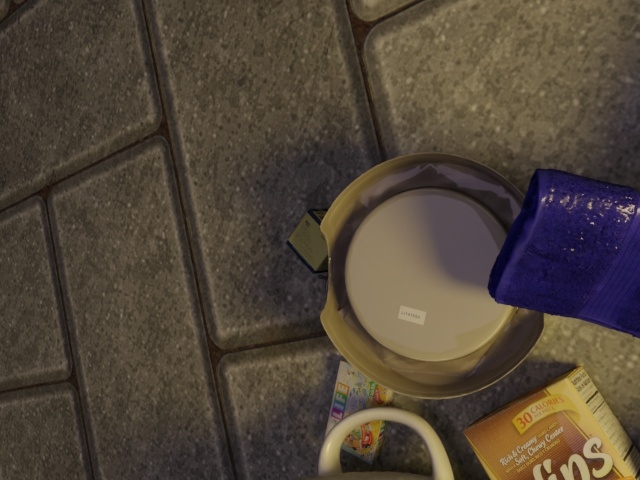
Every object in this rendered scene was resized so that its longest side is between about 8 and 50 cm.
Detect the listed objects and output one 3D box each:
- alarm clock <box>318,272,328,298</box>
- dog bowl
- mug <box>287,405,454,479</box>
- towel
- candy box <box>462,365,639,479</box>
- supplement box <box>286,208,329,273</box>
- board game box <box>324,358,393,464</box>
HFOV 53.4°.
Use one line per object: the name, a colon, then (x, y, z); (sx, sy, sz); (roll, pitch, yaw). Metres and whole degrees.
alarm clock: (0.090, 0.074, 1.064); (0.192, 0.064, 0.129); (-27, 77, 36)
dog bowl: (0.164, 0.049, 0.943); (0.348, 0.102, 0.349); (0, 91, 20)
mug: (0.099, 0.444, 0.970); (0.328, 0.276, 0.374); (-16, 62, 24)
towel: (0.365, 0.039, 0.730); (0.308, 0.076, 0.228); (12, 144, 8)
candy box: (0.362, 0.357, 0.871); (0.183, 0.087, 0.316); (-40, 71, 30)
supplement box: (0.000, 0.000, 1.129); (0.083, 0.056, 0.083); (47, 117, 24)
board game box: (0.068, 0.297, 1.114); (0.103, 0.026, 0.154); (17, 102, 34)
